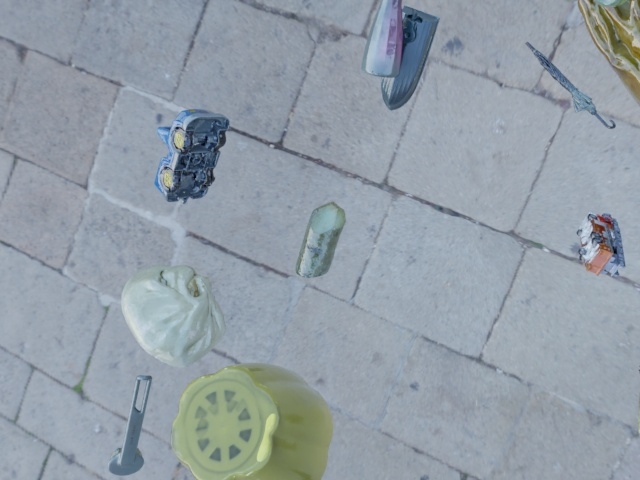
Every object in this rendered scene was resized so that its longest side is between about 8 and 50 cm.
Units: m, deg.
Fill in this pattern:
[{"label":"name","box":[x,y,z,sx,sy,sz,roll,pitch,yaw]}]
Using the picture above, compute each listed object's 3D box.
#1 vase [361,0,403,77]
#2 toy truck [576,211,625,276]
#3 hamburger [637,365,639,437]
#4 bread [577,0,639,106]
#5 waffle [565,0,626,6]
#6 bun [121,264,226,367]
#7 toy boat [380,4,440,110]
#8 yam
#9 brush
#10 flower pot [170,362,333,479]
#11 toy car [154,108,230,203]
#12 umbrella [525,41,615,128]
[{"label":"vase","box":[0.144,-0.463,1.240,0.086,0.086,0.214,15,117,14]},{"label":"toy truck","box":[0.226,0.000,0.467,0.032,0.083,0.024,22,122,8]},{"label":"hamburger","box":[0.773,0.391,1.185,0.309,0.132,0.211,41,94,13]},{"label":"bread","box":[0.448,-0.240,0.691,0.191,0.370,0.314,-39,81,25]},{"label":"waffle","box":[0.156,-0.233,0.321,0.207,0.214,0.054,15,52,34]},{"label":"bun","box":[-0.284,0.136,1.190,0.133,0.231,0.231,-40,81,31]},{"label":"toy boat","box":[0.197,-0.415,1.348,0.093,0.103,0.246,26,125,16]},{"label":"yam","box":[0.000,0.000,1.102,0.069,0.070,0.146,23,110,13]},{"label":"brush","box":[-0.316,0.313,0.988,0.062,0.027,0.266,6,124,-23]},{"label":"flower pot","box":[-0.095,0.247,0.752,0.195,0.179,0.195,-5,67,13]},{"label":"toy car","box":[-0.248,-0.164,1.076,0.100,0.097,0.191,44,125,26]},{"label":"umbrella","box":[0.541,-0.335,1.280,0.269,0.044,0.044,44,82,2]}]
